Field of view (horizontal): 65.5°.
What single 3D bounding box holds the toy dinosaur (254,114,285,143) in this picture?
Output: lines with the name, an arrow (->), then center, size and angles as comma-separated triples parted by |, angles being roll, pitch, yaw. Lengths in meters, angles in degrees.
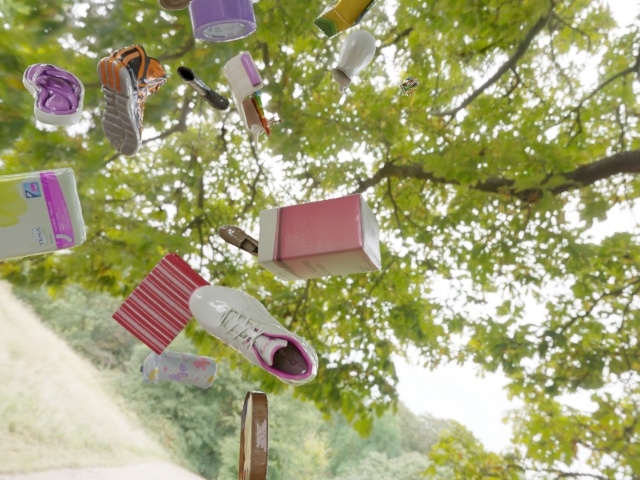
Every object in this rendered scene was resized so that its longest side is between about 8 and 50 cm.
toy dinosaur -> -0.245, -0.507, 2.220 | 0.053, 0.183, 0.092 | 44, 20, -38

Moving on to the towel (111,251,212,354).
towel -> -0.491, 0.194, 1.576 | 0.199, 0.274, 0.031 | 39, -13, -1

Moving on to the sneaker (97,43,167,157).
sneaker -> -0.498, -0.384, 1.366 | 0.125, 0.180, 0.321 | 30, -41, 4

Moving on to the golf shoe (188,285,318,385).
golf shoe -> -0.130, 0.184, 0.996 | 0.306, 0.115, 0.140 | 32, -11, -2

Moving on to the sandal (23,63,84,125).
sandal -> -0.819, -0.485, 1.551 | 0.170, 0.102, 0.416 | -7, 42, -34

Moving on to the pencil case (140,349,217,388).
pencil case -> -0.532, 0.488, 1.888 | 0.273, 0.124, 0.113 | 18, -46, -35

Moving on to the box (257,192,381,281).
box -> 0.000, 0.000, 1.074 | 0.233, 0.126, 0.148 | -9, -24, 19

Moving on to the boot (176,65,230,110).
boot -> -0.494, -0.647, 2.118 | 0.190, 0.076, 0.208 | 27, -8, 11

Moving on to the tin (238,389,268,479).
tin -> -0.122, 0.369, 0.906 | 0.040, 0.189, 0.106 | 6, -38, -13

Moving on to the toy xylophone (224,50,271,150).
toy xylophone -> -0.207, -0.408, 1.501 | 0.323, 0.081, 0.236 | 167, -100, -84

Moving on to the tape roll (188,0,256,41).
tape roll -> -0.289, -0.658, 1.471 | 0.189, 0.080, 0.189 | -9, 5, 1

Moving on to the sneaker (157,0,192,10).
sneaker -> -0.570, -0.993, 1.965 | 0.153, 0.282, 0.099 | 18, -37, 30

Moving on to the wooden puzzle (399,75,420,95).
wooden puzzle -> 0.356, -0.622, 1.990 | 0.014, 0.079, 0.116 | 61, 6, -41

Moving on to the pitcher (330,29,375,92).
pitcher -> 0.123, -0.678, 1.896 | 0.126, 0.207, 0.177 | 28, -12, 7

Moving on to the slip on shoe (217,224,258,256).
slip on shoe -> -0.208, 0.002, 1.306 | 0.135, 0.051, 0.041 | 33, 5, -4

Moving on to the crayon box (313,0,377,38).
crayon box -> 0.104, -0.753, 1.546 | 0.083, 0.203, 0.323 | 39, 3, -21

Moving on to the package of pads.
package of pads -> -0.825, -0.069, 1.378 | 0.297, 0.228, 0.101 | -10, 16, -19
